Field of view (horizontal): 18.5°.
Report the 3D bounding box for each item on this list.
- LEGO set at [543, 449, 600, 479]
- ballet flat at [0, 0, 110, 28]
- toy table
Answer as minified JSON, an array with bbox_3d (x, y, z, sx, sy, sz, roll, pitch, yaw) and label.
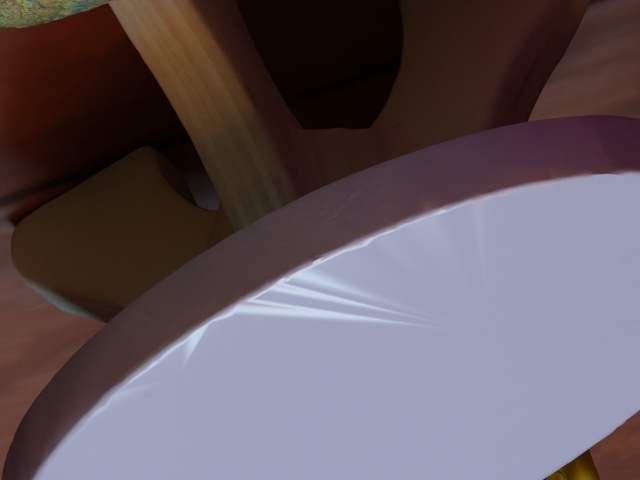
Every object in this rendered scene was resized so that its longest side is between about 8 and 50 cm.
[{"bbox_3d":[0.072,0.093,0.893,0.087,0.093,0.227,8,135,-27],"label":"LEGO set"},{"bbox_3d":[0.009,-0.168,0.494,0.123,0.123,0.348,17,120,-35],"label":"ballet flat"},{"bbox_3d":[0.000,0.000,0.704,0.274,0.161,0.252,-23,141,6],"label":"toy table"}]
